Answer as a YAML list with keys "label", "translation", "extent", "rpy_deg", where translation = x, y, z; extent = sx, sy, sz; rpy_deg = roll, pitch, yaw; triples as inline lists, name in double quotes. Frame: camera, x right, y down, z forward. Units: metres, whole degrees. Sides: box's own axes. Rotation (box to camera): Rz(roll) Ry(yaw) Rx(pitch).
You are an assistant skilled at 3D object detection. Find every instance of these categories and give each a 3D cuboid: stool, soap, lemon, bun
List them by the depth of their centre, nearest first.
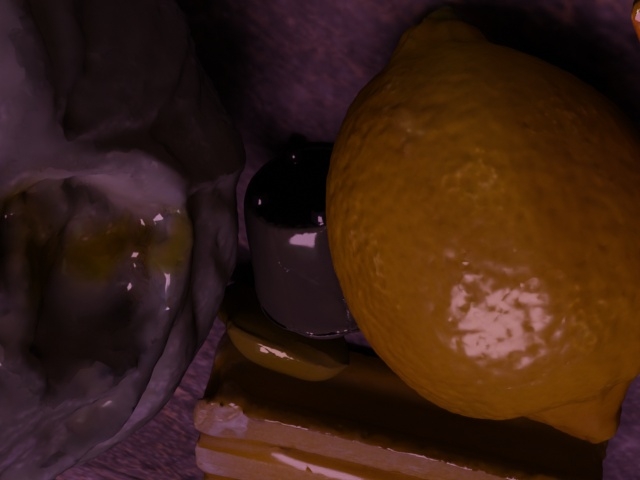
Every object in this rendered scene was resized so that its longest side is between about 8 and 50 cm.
- label: "bun"
  translation: [-0.183, -0.012, 0.583]
  extent: [0.211, 0.362, 0.362]
  rpy_deg: [20, 154, 48]
- label: "lemon"
  translation: [0.095, -0.003, 0.618]
  extent: [0.187, 0.187, 0.244]
  rpy_deg: [-22, 94, 41]
- label: "stool"
  translation: [0.000, 0.000, 0.736]
  extent: [0.096, 0.096, 0.110]
  rpy_deg: [5, 137, 18]
- label: "soap"
  translation: [-0.028, 0.060, 0.820]
  extent: [0.089, 0.045, 0.140]
  rpy_deg: [16, -175, -14]
- label: "soap"
  translation: [0.060, 0.178, 0.942]
  extent: [0.315, 0.091, 0.199]
  rpy_deg: [13, 142, 8]

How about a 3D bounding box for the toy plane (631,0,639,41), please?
- label: "toy plane"
  translation: [0.200, -0.093, 0.536]
  extent: [0.204, 0.103, 0.316]
  rpy_deg: [-26, 118, 41]
